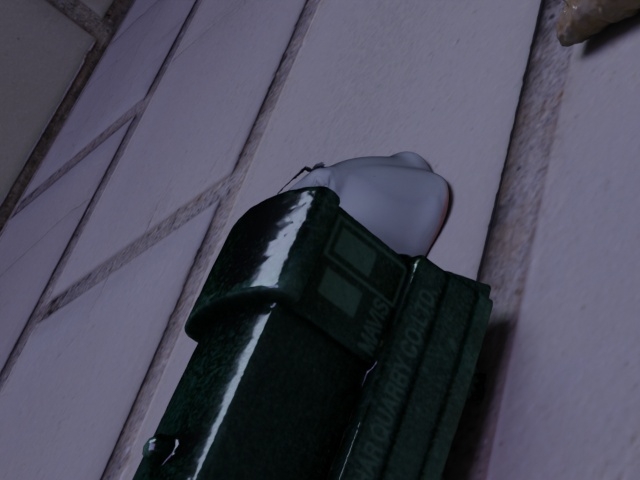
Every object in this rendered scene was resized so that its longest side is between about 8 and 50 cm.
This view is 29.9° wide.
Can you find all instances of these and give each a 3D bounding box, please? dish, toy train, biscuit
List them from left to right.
[{"bbox_3d":[-0.018,0.122,0.722,0.138,0.178,0.330,-25,33,48],"label":"toy train"},{"bbox_3d":[0.000,0.000,1.001,0.229,0.081,0.229,-41,25,24],"label":"dish"},{"bbox_3d":[0.253,-0.204,0.854,0.219,0.055,0.061,-24,46,49],"label":"biscuit"}]
